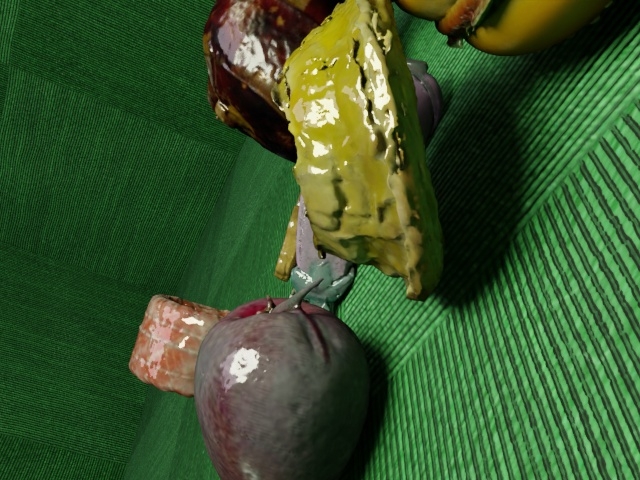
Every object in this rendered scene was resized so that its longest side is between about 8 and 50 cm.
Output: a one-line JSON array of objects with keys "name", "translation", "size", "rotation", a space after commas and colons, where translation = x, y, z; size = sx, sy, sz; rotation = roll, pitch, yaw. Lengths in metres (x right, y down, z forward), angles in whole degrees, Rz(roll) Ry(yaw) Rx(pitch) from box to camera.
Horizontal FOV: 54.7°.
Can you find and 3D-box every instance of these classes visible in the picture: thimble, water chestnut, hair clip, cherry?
[{"name": "thimble", "translation": [-0.236, 0.203, 1.171], "size": [0.239, 0.239, 0.162], "rotation": [179, 107, -73]}, {"name": "water chestnut", "translation": [-0.022, -0.298, 0.985], "size": [0.347, 0.335, 0.335], "rotation": [-51, 16, 0]}, {"name": "hair clip", "translation": [0.040, -0.068, 0.805], "size": [0.110, 0.095, 0.358], "rotation": [44, 126, 40]}, {"name": "cherry", "translation": [-0.042, 0.158, 0.650], "size": [0.213, 0.183, 0.266], "rotation": [-95, 13, -87]}]

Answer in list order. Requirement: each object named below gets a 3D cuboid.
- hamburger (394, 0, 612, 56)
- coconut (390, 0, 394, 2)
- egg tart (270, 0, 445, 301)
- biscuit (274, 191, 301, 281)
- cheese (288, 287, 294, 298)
[{"name": "hamburger", "translation": [0.172, -0.259, 0.484], "size": [0.246, 0.170, 0.246], "rotation": [-63, 5, 9]}, {"name": "coconut", "translation": [0.091, -0.463, 0.806], "size": [0.323, 0.323, 0.323], "rotation": [-160, 90, -75]}, {"name": "egg tart", "translation": [0.033, -0.087, 0.579], "size": [0.315, 0.120, 0.315], "rotation": [-11, -90, -85]}, {"name": "biscuit", "translation": [-0.038, -0.012, 1.069], "size": [0.225, 0.036, 0.166], "rotation": [-75, 1, -81]}, {"name": "cheese", "translation": [0.000, 0.000, 0.958], "size": [0.127, 0.054, 0.251], "rotation": [-100, 33, -69]}]
